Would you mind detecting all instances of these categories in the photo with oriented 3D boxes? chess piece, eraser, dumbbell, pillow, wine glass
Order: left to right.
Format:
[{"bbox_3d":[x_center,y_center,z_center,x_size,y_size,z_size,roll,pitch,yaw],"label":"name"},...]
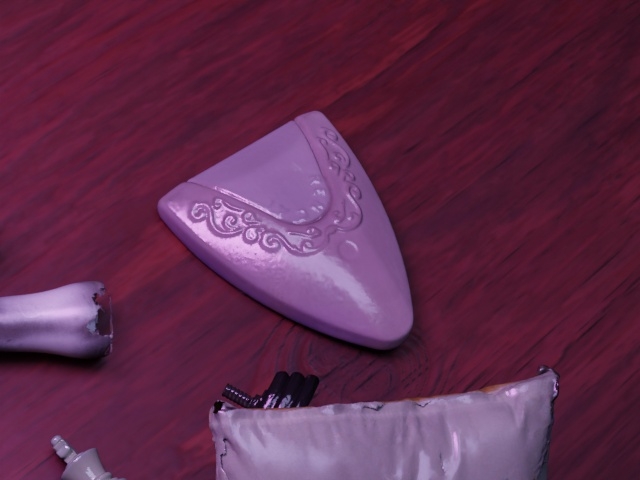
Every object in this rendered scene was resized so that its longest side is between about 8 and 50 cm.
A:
[{"bbox_3d":[-0.259,0.073,1.427,0.155,0.072,0.072,-2,61,-19],"label":"wine glass"},{"bbox_3d":[-0.173,0.215,1.382,0.149,0.059,0.059,43,57,14],"label":"chess piece"},{"bbox_3d":[0.000,-0.001,1.561,0.204,0.059,0.243,-33,71,-31],"label":"eraser"},{"bbox_3d":[0.009,0.178,1.436,0.208,0.099,0.099,29,56,0],"label":"dumbbell"},{"bbox_3d":[0.052,0.263,1.337,0.310,0.119,0.312,-5,100,-23],"label":"pillow"}]
